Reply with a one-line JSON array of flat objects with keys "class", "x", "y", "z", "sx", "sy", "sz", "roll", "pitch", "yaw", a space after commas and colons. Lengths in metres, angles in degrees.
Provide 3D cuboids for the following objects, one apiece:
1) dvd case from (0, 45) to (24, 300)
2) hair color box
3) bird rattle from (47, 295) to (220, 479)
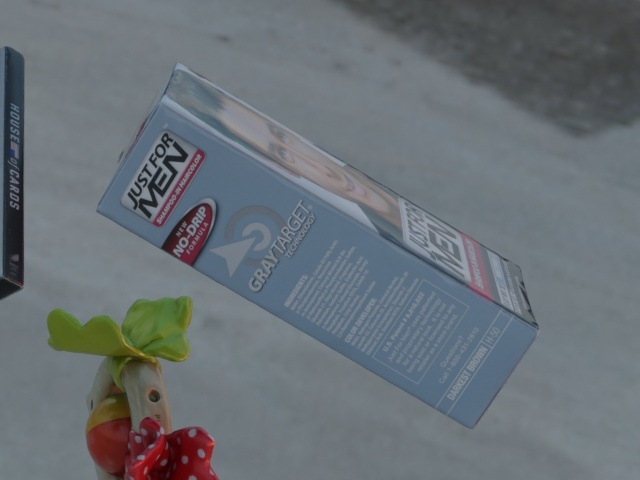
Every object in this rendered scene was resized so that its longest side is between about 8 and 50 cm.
[{"class": "dvd case", "x": -0.320, "y": -0.030, "z": 1.613, "sx": 0.029, "sy": 0.179, "sz": 0.239, "roll": 34, "pitch": 40, "yaw": -44}, {"class": "hair color box", "x": 0.000, "y": 0.000, "z": 1.679, "sx": 0.374, "sy": 0.113, "sz": 0.185, "roll": 30, "pitch": 14, "yaw": -8}, {"class": "bird rattle", "x": -0.170, "y": 0.181, "z": 1.857, "sx": 0.143, "sy": 0.207, "sz": 0.253, "roll": -11, "pitch": 65, "yaw": -26}]
